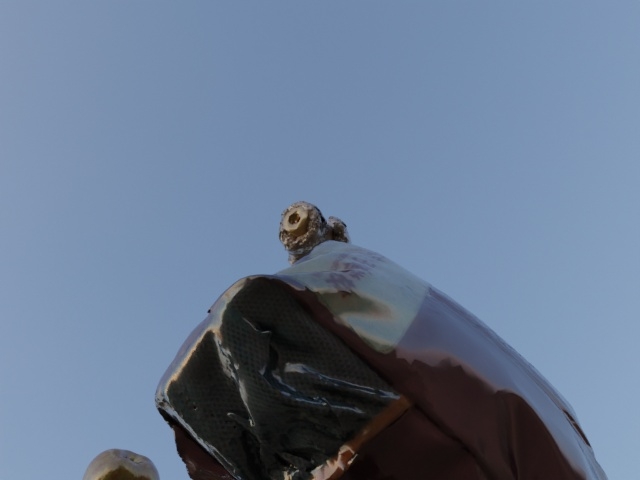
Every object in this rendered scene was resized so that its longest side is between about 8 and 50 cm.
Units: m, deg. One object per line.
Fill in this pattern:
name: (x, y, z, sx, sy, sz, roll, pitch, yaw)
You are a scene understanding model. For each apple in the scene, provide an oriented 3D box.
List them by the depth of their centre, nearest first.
apple: (-0.316, 0.393, 1.011, 0.126, 0.126, 0.102, 26, -103, -19)

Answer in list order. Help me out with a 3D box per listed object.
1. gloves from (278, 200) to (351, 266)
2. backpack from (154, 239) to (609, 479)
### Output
gloves: (-0.002, 0.005, 0.907, 0.094, 0.144, 0.110, -14, -106, 23)
backpack: (0.066, 0.143, 0.479, 0.317, 0.283, 0.197, 37, -72, 7)
